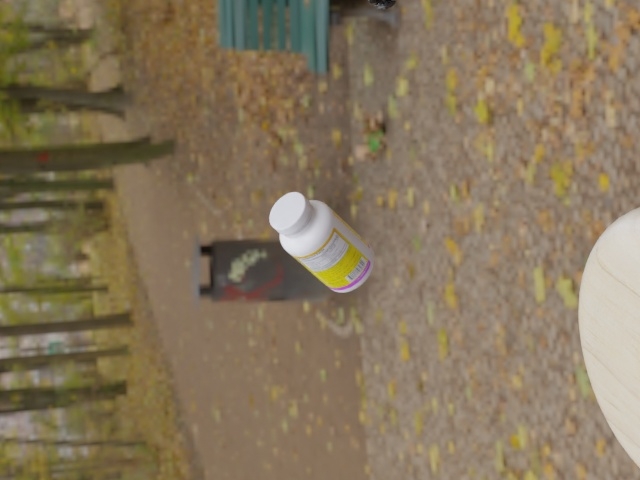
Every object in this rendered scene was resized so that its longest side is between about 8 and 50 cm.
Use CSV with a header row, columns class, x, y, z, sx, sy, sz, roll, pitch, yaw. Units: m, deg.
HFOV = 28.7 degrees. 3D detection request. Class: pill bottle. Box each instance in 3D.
class,x,y,z,sx,sy,sz,roll,pitch,yaw
pill bottle,0.000,0.000,0.883,0.083,0.043,0.043,43,-157,-42

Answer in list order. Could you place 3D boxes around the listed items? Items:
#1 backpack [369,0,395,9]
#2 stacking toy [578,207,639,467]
class,x,y,z,sx,sy,sz,roll,pitch,yaw
backpack,0.070,-0.229,0.858,0.084,0.114,0.105,54,-157,-10
stacking toy,0.297,0.017,0.603,0.141,0.330,0.141,165,90,-71
